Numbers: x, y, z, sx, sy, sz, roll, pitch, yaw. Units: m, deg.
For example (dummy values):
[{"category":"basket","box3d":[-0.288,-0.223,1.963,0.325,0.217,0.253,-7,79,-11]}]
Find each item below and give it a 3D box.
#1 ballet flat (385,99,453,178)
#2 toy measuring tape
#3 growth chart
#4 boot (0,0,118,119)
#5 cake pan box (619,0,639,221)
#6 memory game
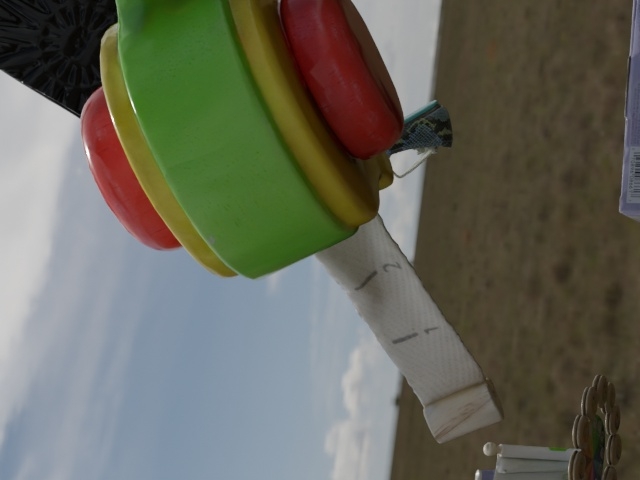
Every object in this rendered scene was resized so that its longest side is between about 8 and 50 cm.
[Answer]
[{"category":"ballet flat","box3d":[0.062,-0.091,1.516,0.070,0.188,0.070,-24,-90,-80]},{"category":"toy measuring tape","box3d":[0.000,0.000,0.541,0.330,0.121,0.121,57,-150,-33]},{"category":"growth chart","box3d":[0.207,0.330,1.566,0.021,0.172,0.237,-121,47,-58]},{"category":"boot","box3d":[-0.211,-0.169,1.306,0.131,0.348,0.260,-48,2,-1]},{"category":"cake pan box","box3d":[0.417,-0.136,1.282,0.070,0.245,0.267,15,-102,-59]},{"category":"memory game","box3d":[0.305,0.241,1.497,0.186,0.012,0.186,-14,-74,-62]}]
